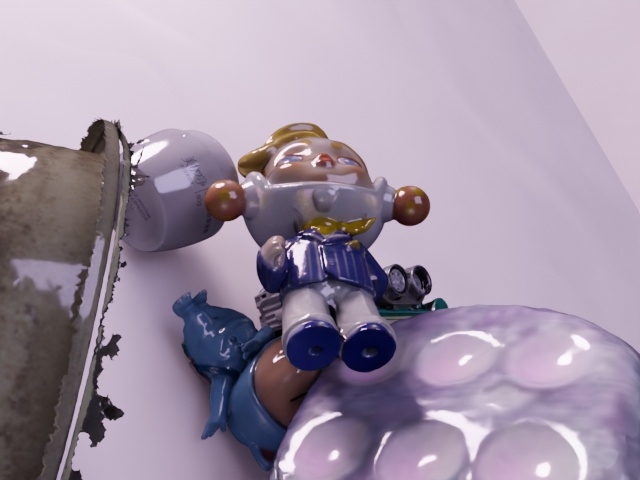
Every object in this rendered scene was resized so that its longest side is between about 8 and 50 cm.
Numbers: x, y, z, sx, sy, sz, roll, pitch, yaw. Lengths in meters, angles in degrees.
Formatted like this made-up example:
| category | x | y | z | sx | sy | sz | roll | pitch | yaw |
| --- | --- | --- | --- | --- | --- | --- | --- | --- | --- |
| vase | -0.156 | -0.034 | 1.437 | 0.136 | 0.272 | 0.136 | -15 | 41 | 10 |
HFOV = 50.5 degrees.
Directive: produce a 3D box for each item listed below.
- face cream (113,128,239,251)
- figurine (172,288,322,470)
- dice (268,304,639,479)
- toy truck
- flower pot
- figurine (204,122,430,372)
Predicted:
| category | x | y | z | sx | sy | sz | roll | pitch | yaw |
| --- | --- | --- | --- | --- | --- | --- | --- | --- | --- |
| face cream | -0.147 | -0.049 | 0.667 | 0.104 | 0.117 | 0.117 | -31 | 86 | -47 |
| figurine | -0.055 | 0.107 | 0.624 | 0.178 | 0.144 | 0.114 | 45 | 22 | 8 |
| dice | 0.133 | 0.230 | 0.550 | 0.270 | 0.270 | 0.271 | -54 | 130 | -49 |
| toy truck | 0.049 | 0.093 | 0.776 | 0.253 | 0.114 | 0.123 | 4 | 69 | -47 |
| flower pot | -0.256 | 0.034 | 0.364 | 0.259 | 0.290 | 0.290 | 17 | 48 | -26 |
| figurine | 0.011 | 0.002 | 0.609 | 0.194 | 0.133 | 0.274 | -15 | 45 | -24 |
